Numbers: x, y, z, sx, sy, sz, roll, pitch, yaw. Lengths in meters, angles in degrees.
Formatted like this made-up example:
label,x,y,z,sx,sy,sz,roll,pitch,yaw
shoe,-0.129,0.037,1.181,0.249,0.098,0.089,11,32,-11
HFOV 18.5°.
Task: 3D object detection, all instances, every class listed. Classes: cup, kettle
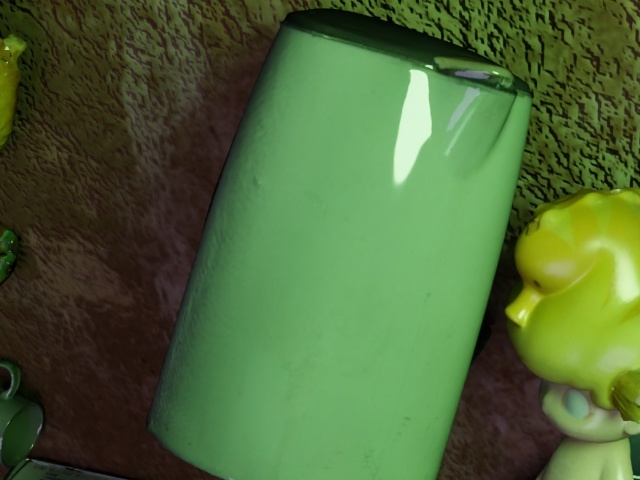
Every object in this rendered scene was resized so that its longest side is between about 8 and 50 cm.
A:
label,x,y,z,sx,sy,sz,roll,pitch,yaw
cup,-0.266,0.130,1.542,0.083,0.054,0.075,24,136,23
kettle,0.000,0.000,1.100,0.240,0.165,0.255,25,103,56

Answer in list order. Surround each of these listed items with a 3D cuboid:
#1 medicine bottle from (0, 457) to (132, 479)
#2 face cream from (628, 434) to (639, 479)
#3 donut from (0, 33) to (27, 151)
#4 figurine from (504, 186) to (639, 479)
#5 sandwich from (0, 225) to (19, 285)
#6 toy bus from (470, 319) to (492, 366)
label,x,y,z,sx,sy,sz,roll,pitch,yaw
medicine bottle,-0.160,0.275,1.585,0.171,0.052,0.201,6,128,33
face cream,0.169,0.224,1.277,0.144,0.071,0.291,28,136,15
donut,-0.312,-0.128,1.326,0.253,0.118,0.253,30,152,18
figurine,0.163,0.083,1.104,0.156,0.131,0.246,-130,41,-63
sandwich,-0.262,0.006,1.458,0.101,0.026,0.069,-20,106,42
toy bus,0.015,0.077,1.257,0.101,0.088,0.175,50,138,-10
